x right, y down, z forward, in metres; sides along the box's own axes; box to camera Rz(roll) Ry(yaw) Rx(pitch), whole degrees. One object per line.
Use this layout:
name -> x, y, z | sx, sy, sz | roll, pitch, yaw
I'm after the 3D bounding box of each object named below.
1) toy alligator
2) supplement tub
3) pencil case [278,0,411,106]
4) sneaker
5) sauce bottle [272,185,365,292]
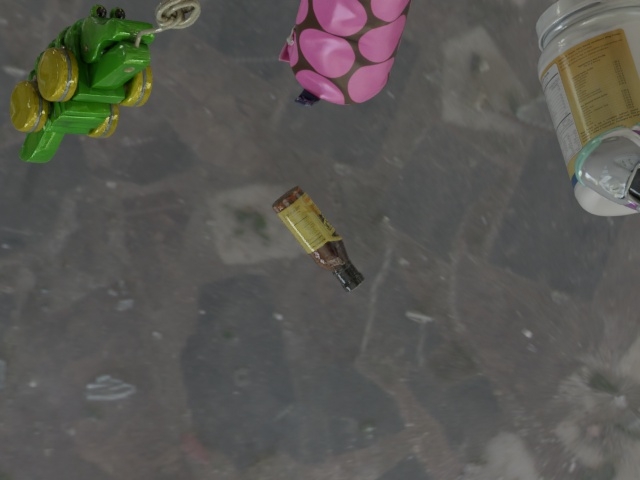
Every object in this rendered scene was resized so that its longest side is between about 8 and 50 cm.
toy alligator -> -0.120, -0.101, 0.740 | 0.190, 0.056, 0.051 | -34, 63, 47
supplement tub -> 0.297, -0.139, 1.347 | 0.144, 0.144, 0.199 | -16, 72, 10
pencil case -> 0.026, -0.205, 1.140 | 0.098, 0.209, 0.095 | 27, 53, 7
sneaker -> 0.150, -0.013, 0.532 | 0.098, 0.069, 0.038 | 9, 120, -3
sauce bottle -> 0.000, 0.000, 1.499 | 0.042, 0.042, 0.128 | -37, 99, 6
